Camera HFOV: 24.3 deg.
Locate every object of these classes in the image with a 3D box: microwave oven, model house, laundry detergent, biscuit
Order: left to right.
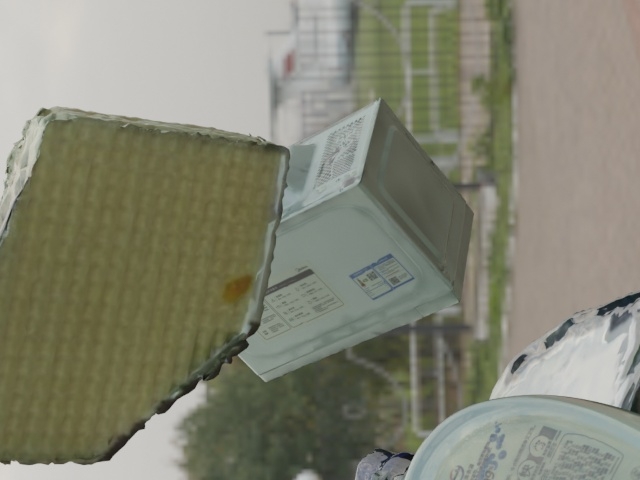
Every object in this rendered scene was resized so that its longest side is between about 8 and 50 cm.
[{"bbox_3d":[-0.131,0.013,0.569,0.046,0.250,0.147,21,104,54],"label":"biscuit"},{"bbox_3d":[0.000,0.000,1.228,0.162,0.208,0.122,49,-146,-26],"label":"microwave oven"},{"bbox_3d":[0.120,0.195,0.875,0.105,0.280,0.215,20,-96,-44],"label":"laundry detergent"},{"bbox_3d":[0.275,0.213,1.134,0.190,0.301,0.271,-57,8,-31],"label":"model house"}]
